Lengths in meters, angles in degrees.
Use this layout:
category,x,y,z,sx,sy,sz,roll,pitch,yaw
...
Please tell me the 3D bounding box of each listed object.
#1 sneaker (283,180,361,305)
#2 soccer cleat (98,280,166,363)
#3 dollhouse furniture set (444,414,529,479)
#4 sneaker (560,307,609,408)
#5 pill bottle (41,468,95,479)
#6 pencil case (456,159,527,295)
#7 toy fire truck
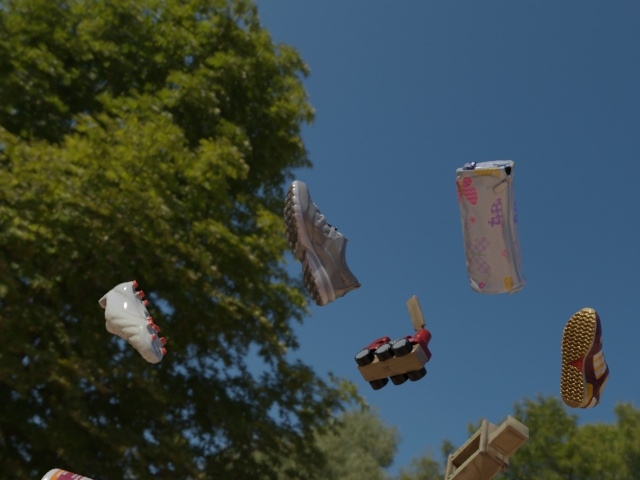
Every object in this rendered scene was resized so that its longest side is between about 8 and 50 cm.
category,x,y,z,sx,sy,sz,roll,pitch,yaw
sneaker,0.000,0.000,1.747,0.115,0.281,0.105,-15,-11,-19
soccer cleat,-0.306,0.141,1.307,0.196,0.076,0.068,52,-11,49
dollhouse furniture set,0.336,0.391,1.401,0.161,0.101,0.182,36,-63,-2
sneaker,0.493,0.216,1.485,0.084,0.185,0.070,6,3,-37
pill bottle,-0.405,0.503,1.461,0.221,0.121,0.121,15,-33,5
pencil case,0.349,-0.029,1.627,0.124,0.114,0.273,2,-77,44
toy fire truck,0.237,0.303,2.423,0.217,0.246,0.158,-22,-76,38
